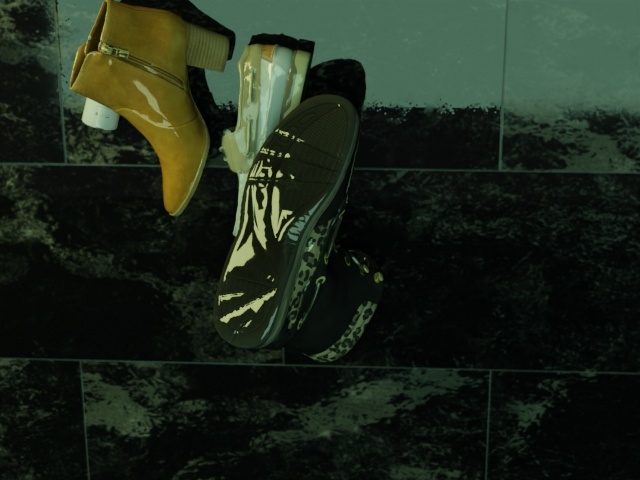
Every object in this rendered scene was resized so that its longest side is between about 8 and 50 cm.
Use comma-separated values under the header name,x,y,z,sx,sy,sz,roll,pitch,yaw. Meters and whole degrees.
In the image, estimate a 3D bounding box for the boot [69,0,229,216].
name,x,y,z,sx,sy,sz,roll,pitch,yaw
boot,-0.264,-0.192,1.898,0.211,0.104,0.295,10,100,-25

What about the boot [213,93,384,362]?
name,x,y,z,sx,sy,sz,roll,pitch,yaw
boot,0.000,0.000,1.909,0.138,0.284,0.377,14,82,29

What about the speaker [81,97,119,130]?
name,x,y,z,sx,sy,sz,roll,pitch,yaw
speaker,-0.315,-0.236,1.943,0.055,0.055,0.136,16,110,-2

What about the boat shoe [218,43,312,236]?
name,x,y,z,sx,sy,sz,roll,pitch,yaw
boat shoe,-0.096,-0.144,1.939,0.103,0.113,0.302,14,100,1
